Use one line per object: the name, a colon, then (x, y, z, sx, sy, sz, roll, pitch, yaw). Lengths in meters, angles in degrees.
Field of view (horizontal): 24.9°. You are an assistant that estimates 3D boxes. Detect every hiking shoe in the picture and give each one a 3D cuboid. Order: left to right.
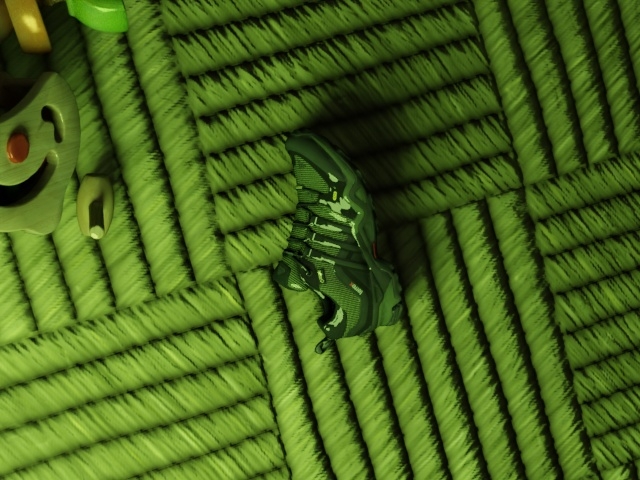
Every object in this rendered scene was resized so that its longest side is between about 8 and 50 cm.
hiking shoe: (0.000, 0.000, 1.474, 0.114, 0.086, 0.227, -25, 98, -18)

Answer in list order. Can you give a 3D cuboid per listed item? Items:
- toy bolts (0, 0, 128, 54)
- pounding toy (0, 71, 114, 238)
toy bolts: (-0.288, -0.303, 1.344, 0.158, 0.218, 0.228, -17, 77, -9)
pounding toy: (-0.268, -0.081, 1.327, 0.155, 0.269, 0.154, 3, 91, 27)
